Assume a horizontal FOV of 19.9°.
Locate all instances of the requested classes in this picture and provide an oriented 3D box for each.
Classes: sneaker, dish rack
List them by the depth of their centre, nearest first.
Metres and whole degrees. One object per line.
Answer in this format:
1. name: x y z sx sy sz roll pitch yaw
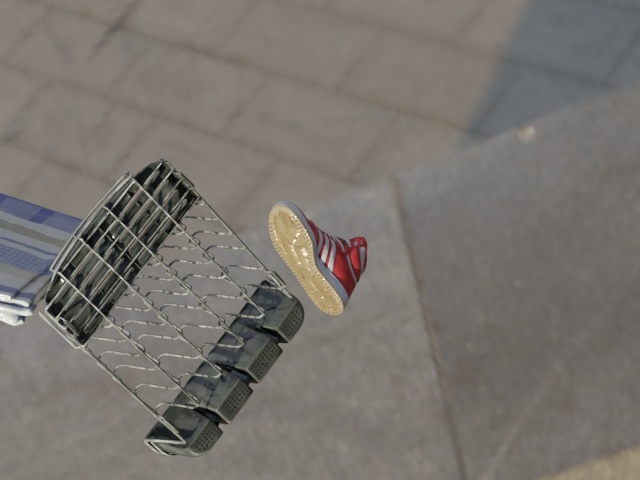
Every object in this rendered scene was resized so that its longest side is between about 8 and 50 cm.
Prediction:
1. sneaker: 0.000 0.000 1.585 0.042 0.118 0.067 -4 37 38
2. dish rack: -0.145 0.062 1.724 0.074 0.271 0.208 13 61 50

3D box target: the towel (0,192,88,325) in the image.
1. towel: -0.354 0.004 1.856 0.209 0.034 0.285 18 18 3
